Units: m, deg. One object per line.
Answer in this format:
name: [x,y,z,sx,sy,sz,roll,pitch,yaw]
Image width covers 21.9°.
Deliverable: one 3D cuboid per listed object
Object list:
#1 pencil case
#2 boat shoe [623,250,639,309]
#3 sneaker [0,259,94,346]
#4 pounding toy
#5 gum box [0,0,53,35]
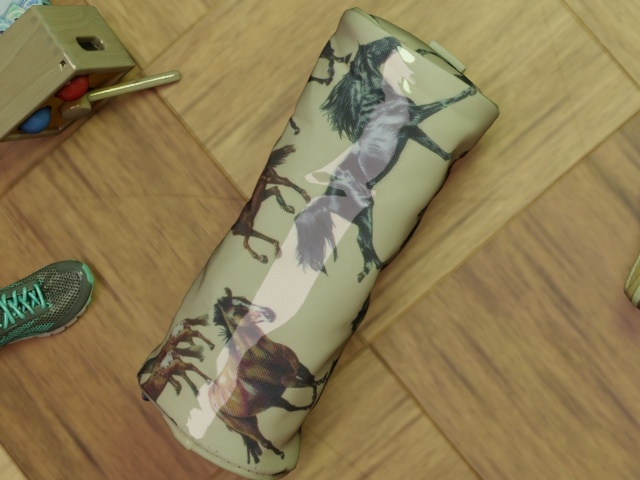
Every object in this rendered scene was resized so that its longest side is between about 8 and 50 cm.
pencil case: [0.000,0.000,1.431,0.160,0.183,0.410,30,92,5]
boat shoe: [0.310,-0.030,1.433,0.072,0.068,0.190,33,85,22]
sneaker: [-0.288,0.069,1.533,0.166,0.076,0.065,-28,85,9]
pounding toy: [-0.228,-0.148,1.510,0.130,0.141,0.100,-38,82,22]
gum box: [-0.353,-0.227,1.570,0.157,0.041,0.184,-36,83,8]
